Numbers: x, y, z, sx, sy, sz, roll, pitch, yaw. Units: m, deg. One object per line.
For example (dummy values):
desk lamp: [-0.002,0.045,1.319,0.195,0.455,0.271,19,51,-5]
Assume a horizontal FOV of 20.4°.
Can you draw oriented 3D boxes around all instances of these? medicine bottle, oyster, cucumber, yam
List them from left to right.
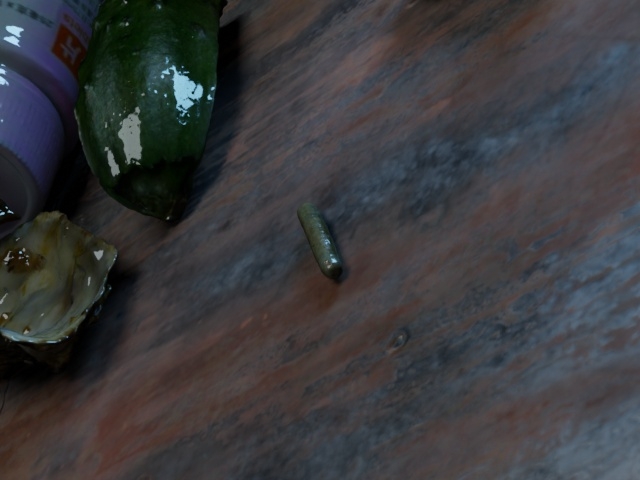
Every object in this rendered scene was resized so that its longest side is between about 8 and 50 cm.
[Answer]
medicine bottle: [-0.359,-0.194,2.014,0.219,0.219,0.388,-27,34,33]
oyster: [-0.312,0.061,1.784,0.204,0.111,0.396,-43,22,-28]
cucumber: [-0.170,-0.160,1.803,0.325,0.145,0.105,-91,18,-47]
yam: [0.000,0.000,1.484,0.021,0.021,0.116,-43,27,10]

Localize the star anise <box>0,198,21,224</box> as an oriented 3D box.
star anise: [-0.395,-0.038,1.850,0.168,0.168,0.057,-27,46,34]
